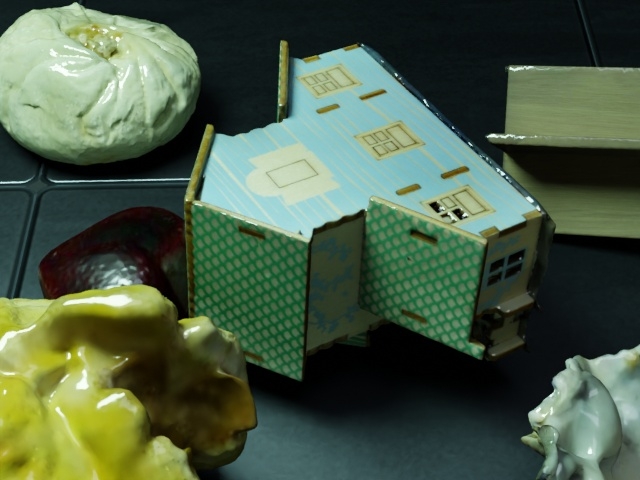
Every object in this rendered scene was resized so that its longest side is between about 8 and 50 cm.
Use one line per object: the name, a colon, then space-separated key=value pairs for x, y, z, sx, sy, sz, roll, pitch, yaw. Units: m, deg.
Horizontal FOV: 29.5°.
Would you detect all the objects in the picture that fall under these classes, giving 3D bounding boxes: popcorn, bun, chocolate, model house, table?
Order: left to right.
popcorn: x=-0.164 y=0.122 z=0.737 sx=0.253 sy=0.191 sz=0.190 roll=-11 pitch=11 yaw=-12
bun: x=-0.198 y=-0.144 z=1.050 sx=0.188 sy=0.111 sz=0.164 roll=25 pitch=48 yaw=29
chocolate: x=-0.147 y=0.026 z=0.900 sx=0.125 sy=0.080 sz=0.149 roll=13 pitch=48 yaw=14
model house: x=0.000 y=0.000 z=0.850 sx=0.206 sy=0.178 sz=0.271 roll=-20 pitch=50 yaw=-26
table: x=0.252 y=-0.068 z=0.946 sx=0.226 sy=0.167 sz=0.167 roll=4 pitch=44 yaw=18

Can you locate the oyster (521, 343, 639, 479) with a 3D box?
oyster: x=0.226 y=0.190 z=0.710 sx=0.237 sy=0.115 sz=0.351 roll=9 pitch=50 yaw=-1
